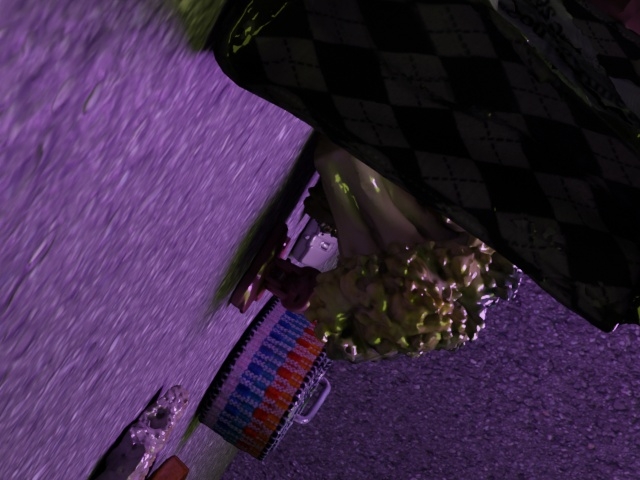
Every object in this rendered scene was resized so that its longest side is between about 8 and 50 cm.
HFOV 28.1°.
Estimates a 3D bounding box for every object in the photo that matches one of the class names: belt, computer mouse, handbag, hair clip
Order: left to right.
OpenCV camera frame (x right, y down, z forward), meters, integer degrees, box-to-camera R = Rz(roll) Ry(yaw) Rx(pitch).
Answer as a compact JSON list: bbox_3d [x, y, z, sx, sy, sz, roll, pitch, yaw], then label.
[{"bbox_3d":[-0.068,0.036,1.628,0.123,0.102,0.138,-57,-152,0],"label":"hair clip"},{"bbox_3d":[-0.067,0.224,2.071,0.207,0.160,0.295,-61,175,30],"label":"belt"},{"bbox_3d":[0.000,0.000,2.002,0.089,0.056,0.181,-64,175,3],"label":"computer mouse"},{"bbox_3d":[0.129,-0.110,0.912,0.180,0.316,0.416,-53,178,19],"label":"handbag"}]

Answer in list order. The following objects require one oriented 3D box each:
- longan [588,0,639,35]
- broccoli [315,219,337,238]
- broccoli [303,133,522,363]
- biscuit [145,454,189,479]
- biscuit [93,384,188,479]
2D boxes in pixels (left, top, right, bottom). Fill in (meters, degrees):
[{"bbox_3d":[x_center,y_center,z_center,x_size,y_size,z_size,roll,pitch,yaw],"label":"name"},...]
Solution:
[{"bbox_3d":[0.376,-0.331,1.751,0.391,0.391,0.391,-58,176,-7],"label":"longan"},{"bbox_3d":[0.077,-0.057,1.787,0.167,0.160,0.154,-38,-173,-18],"label":"broccoli"},{"bbox_3d":[0.081,-0.022,1.514,0.348,0.293,0.281,-45,126,-23],"label":"broccoli"},{"bbox_3d":[-0.271,0.409,1.736,0.257,0.049,0.273,-57,175,14],"label":"biscuit"},{"bbox_3d":[-0.219,0.264,1.383,0.265,0.040,0.188,-58,176,-31],"label":"biscuit"}]
